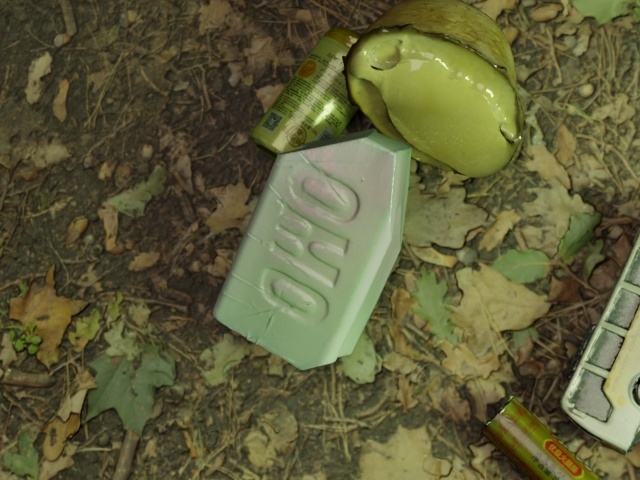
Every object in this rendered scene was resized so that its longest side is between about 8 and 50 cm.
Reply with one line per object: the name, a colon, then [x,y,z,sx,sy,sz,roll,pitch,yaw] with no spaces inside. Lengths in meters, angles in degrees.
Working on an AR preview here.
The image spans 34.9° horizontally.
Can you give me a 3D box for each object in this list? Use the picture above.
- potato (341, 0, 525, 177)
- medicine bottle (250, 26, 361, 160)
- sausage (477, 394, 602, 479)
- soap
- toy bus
potato: [0.184,-0.250,1.507,0.285,0.242,0.242,27,84,0]
medicine bottle: [0.002,-0.222,1.600,0.124,0.124,0.239,34,86,19]
sausage: [0.373,0.365,1.386,0.082,0.082,0.371,-46,71,0]
soap: [0.004,-0.001,1.489,0.208,0.115,0.347,29,106,16]
toy bus: [0.451,0.121,1.413,0.138,0.097,0.342,25,84,20]
